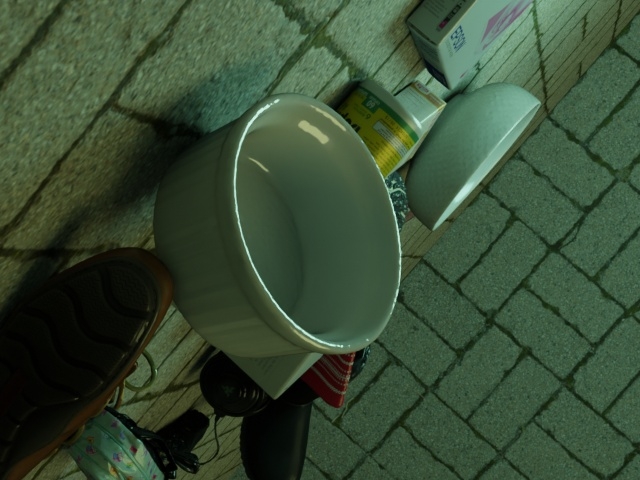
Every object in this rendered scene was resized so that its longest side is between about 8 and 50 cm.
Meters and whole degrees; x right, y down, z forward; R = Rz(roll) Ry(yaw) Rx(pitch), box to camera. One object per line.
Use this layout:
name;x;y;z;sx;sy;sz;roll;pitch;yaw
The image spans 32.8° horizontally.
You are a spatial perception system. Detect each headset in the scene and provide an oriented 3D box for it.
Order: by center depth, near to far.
headset;-0.182;0.263;2.109;0.394;0.185;0.243;-62;174;-6

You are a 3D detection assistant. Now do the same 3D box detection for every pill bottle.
pill bottle;0.037;-0.115;1.532;0.208;0.117;0.117;-48;170;1

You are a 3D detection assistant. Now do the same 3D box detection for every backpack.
backpack;-0.316;0.337;1.698;0.115;0.152;0.182;-54;161;-22

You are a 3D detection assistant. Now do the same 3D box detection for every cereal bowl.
cereal bowl;0.279;-0.187;2.180;0.339;0.141;0.339;-49;172;-9

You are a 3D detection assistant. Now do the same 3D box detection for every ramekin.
ramekin;-0.047;-0.005;1.157;0.135;0.277;0.277;-18;-170;36

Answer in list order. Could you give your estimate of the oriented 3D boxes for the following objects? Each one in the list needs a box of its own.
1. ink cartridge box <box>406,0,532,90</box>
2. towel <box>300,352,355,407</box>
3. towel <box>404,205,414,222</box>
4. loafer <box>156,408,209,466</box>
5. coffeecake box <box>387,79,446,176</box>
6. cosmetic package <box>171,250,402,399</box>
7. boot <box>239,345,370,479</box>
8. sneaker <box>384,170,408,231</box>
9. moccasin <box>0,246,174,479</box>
ink cartridge box;0.273;-0.391;1.621;0.330;0.071;0.324;-48;170;6
towel;0.006;0.142;1.970;0.031;0.199;0.275;-3;116;-34
towel;0.269;-0.166;2.546;0.237;0.037;0.329;-31;159;-52
loafer;-0.301;0.426;2.265;0.078;0.076;0.223;-61;170;22
coffeecake box;0.106;-0.161;1.780;0.185;0.068;0.142;-39;166;-42
cosmetic package;-0.057;0.038;1.407;0.224;0.225;0.138;-54;168;33
boot;-0.021;0.314;2.220;0.146;0.367;0.445;8;158;-23
sneaker;0.062;-0.007;2.004;0.110;0.122;0.283;19;92;-54
moccasin;-0.267;0.140;1.157;0.380;0.139;0.147;-54;169;31
